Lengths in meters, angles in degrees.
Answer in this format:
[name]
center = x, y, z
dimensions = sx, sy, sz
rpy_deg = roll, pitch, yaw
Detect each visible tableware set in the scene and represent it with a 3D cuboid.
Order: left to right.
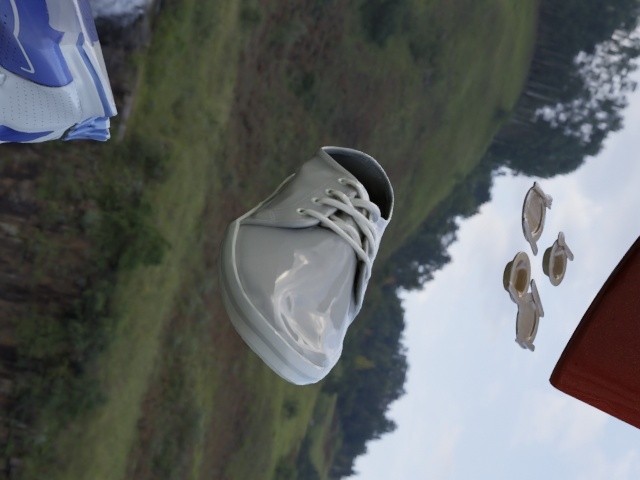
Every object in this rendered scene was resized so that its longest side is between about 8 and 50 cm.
[tableware set]
center = 0.235, 0.031, 1.012
dimensions = 0.141, 0.020, 0.169
rpy_deg = 55, 51, -44

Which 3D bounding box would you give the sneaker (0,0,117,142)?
[sneaker]
center = -0.263, -0.126, 0.728
dimensions = 0.315, 0.182, 0.128
rpy_deg = 151, -76, -76

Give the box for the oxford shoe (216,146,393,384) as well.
[oxford shoe]
center = 0.000, 0.000, 1.023
dimensions = 0.130, 0.169, 0.449
rpy_deg = -37, -168, 22

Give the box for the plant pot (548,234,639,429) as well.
[plant pot]
center = 0.487, 0.089, 1.187
dimensions = 0.267, 0.267, 0.236
rpy_deg = -34, 141, -48
